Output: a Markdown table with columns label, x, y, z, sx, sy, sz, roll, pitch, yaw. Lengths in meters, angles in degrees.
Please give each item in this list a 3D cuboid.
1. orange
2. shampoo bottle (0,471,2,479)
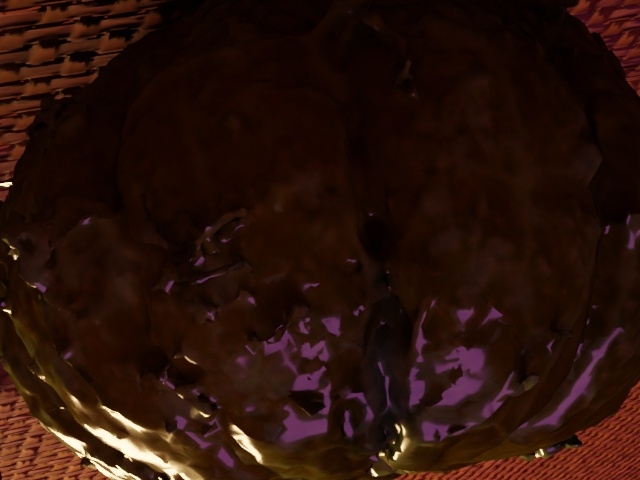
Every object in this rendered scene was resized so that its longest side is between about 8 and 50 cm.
| label | x | y | z | sx | sy | sz | roll | pitch | yaw |
| --- | --- | --- | --- | --- | --- | --- | --- | --- | --- |
| orange | 0.000 | 0.000 | 0.746 | 0.301 | 0.223 | 0.300 | -10 | 165 | -7 |
| shampoo bottle | -0.269 | 0.137 | 1.084 | 0.085 | 0.085 | 0.244 | -21 | 162 | 9 |
